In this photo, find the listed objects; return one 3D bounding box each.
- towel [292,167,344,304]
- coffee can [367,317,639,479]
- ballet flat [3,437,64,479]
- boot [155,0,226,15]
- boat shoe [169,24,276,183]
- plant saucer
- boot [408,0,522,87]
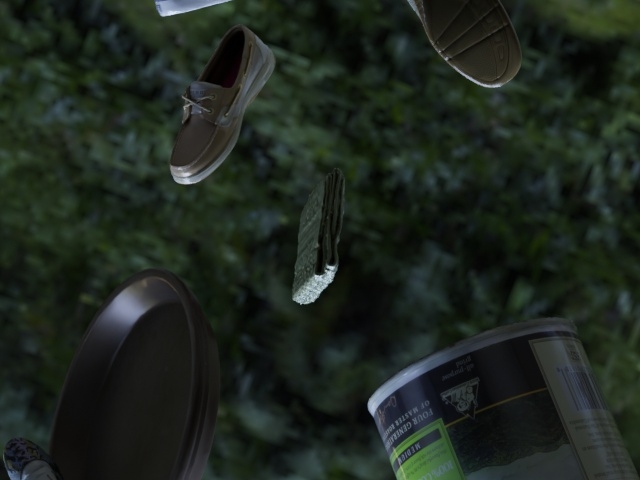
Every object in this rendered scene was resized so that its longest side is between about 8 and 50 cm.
[{"bbox_3d":[0.000,0.000,1.848,0.027,0.110,0.148,10,163,-9],"label":"towel"},{"bbox_3d":[0.181,0.233,1.671,0.201,0.201,0.275,12,-128,-56],"label":"coffee can"},{"bbox_3d":[-0.230,0.217,1.646,0.114,0.041,0.041,61,177,-12],"label":"ballet flat"},{"bbox_3d":[-0.077,-0.283,1.888,0.190,0.086,0.069,-15,-168,-6],"label":"boot"},{"bbox_3d":[-0.104,-0.132,1.831,0.063,0.170,0.059,5,147,36],"label":"boat shoe"},{"bbox_3d":[-0.161,0.161,1.670,0.041,0.278,0.278,17,-173,-28],"label":"plant saucer"},{"bbox_3d":[0.126,-0.251,1.867,0.213,0.077,0.165,50,-162,-4],"label":"boot"}]
